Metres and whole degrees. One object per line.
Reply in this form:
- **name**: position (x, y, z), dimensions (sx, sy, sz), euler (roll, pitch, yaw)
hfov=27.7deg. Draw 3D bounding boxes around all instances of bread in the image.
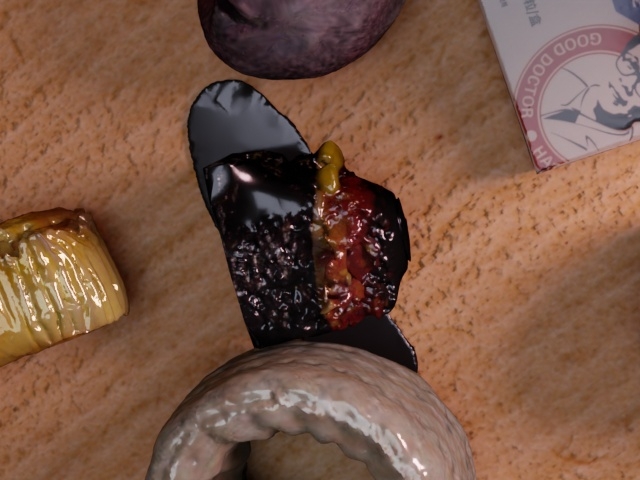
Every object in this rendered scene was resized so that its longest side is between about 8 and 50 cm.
- **bread**: position (-0.311, 0.058, 1.199), dimensions (0.250, 0.179, 0.133), euler (-22, 88, 12)

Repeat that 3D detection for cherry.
- **cherry**: position (-0.018, -0.228, 1.115), dimensions (0.195, 0.195, 0.195), euler (1, 97, 10)

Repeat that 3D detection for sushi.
- **sushi**: position (0.000, 0.000, 1.140), dimensions (0.150, 0.153, 0.172), euler (-10, 98, 7)

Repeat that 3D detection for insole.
- **insole**: position (-0.020, 0.005, 1.225), dimensions (0.119, 0.009, 0.348), euler (-32, 90, 14)

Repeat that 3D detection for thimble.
- **thimble**: position (-0.014, 0.237, 1.153), dimensions (0.291, 0.195, 0.291), euler (2, 98, 12)

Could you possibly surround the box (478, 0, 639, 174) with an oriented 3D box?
- **box**: position (0.232, -0.258, 1.121), dimensions (0.214, 0.069, 0.353), euler (-19, 95, 12)

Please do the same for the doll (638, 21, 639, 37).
- **doll**: position (0.308, -0.280, 0.925), dimensions (0.423, 0.161, 0.348), euler (-16, 82, 51)
